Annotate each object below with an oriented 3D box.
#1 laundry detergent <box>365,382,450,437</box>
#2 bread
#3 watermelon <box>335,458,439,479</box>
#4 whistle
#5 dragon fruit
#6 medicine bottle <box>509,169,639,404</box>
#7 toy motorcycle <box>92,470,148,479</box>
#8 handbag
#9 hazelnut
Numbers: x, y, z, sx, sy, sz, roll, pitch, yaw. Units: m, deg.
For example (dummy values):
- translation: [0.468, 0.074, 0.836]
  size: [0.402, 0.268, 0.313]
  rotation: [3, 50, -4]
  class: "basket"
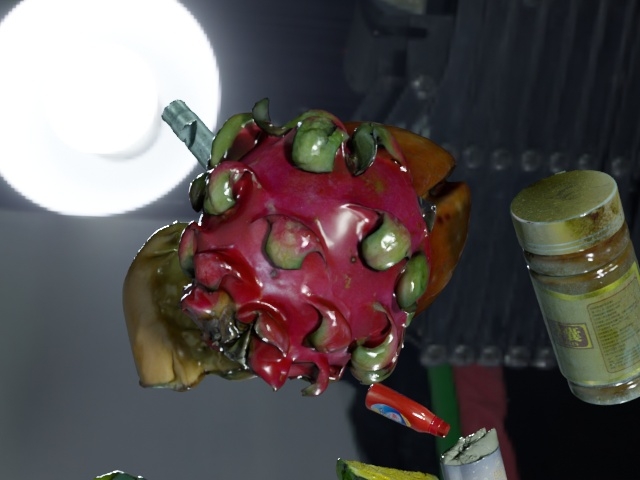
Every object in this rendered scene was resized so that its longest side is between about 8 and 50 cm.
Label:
- translation: [0.166, 0.328, 2.102]
  size: [0.049, 0.165, 0.097]
  rotation: [-57, 158, -20]
  class: "laundry detergent"
- translation: [-0.113, 0.041, 1.111]
  size: [0.251, 0.174, 0.133]
  rotation: [-116, -166, -70]
  class: "bread"
- translation: [0.112, 0.404, 1.753]
  size: [0.092, 0.182, 0.075]
  rotation: [36, -70, 61]
  class: "watermelon"
- translation: [-0.203, -0.158, 2.150]
  size: [0.312, 0.062, 0.062]
  rotation: [48, -37, 30]
  class: "whistle"
- translation: [-0.007, 0.006, 0.836]
  size: [0.218, 0.198, 0.273]
  rotation: [48, 2, 5]
  class: "dragon fruit"
- translation: [0.390, 0.072, 1.621]
  size: [0.151, 0.151, 0.322]
  rotation: [-119, -174, -66]
  class: "medicine bottle"
- translation: [-0.166, 0.405, 1.097]
  size: [0.191, 0.200, 0.326]
  rotation: [12, -54, 48]
  class: "toy motorcycle"
- translation: [0.273, 0.423, 1.966]
  size: [0.095, 0.117, 0.173]
  rotation: [1, -71, 51]
  class: "handbag"
- translation: [0.039, -0.021, 1.925]
  size: [0.429, 0.402, 0.402]
  rotation: [-47, -140, 47]
  class: "hazelnut"
